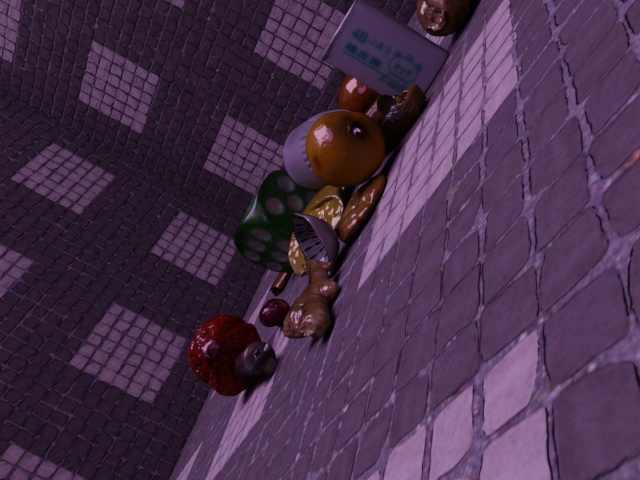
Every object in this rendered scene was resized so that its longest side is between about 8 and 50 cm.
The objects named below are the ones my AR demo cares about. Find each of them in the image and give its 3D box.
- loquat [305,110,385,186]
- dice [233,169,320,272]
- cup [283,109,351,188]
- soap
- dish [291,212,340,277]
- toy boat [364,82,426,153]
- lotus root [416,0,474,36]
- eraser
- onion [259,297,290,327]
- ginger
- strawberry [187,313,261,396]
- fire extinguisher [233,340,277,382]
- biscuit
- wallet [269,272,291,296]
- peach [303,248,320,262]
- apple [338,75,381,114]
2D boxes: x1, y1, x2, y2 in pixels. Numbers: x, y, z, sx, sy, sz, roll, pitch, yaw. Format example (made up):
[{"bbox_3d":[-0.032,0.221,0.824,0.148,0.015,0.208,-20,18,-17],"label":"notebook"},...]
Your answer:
[{"bbox_3d":[0.064,-0.238,1.589,0.208,0.208,0.208,-60,6,11],"label":"loquat"},{"bbox_3d":[-0.150,-0.068,2.383,0.297,0.287,0.300,-53,10,51],"label":"dice"},{"bbox_3d":[0.024,-0.319,2.133,0.254,0.253,0.371,-63,12,-9],"label":"cup"},{"bbox_3d":[-0.015,-0.051,2.016,0.306,0.115,0.427,-64,6,8],"label":"soap"},{"bbox_3d":[0.000,0.000,1.582,0.066,0.191,0.190,-29,-5,-19],"label":"dish"},{"bbox_3d":[0.175,-0.322,1.651,0.089,0.115,0.310,-61,5,-23],"label":"toy boat"},{"bbox_3d":[0.344,-0.663,1.655,0.160,0.146,0.284,-26,29,48],"label":"lotus root"},{"bbox_3d":[0.171,-0.497,1.646,0.189,0.289,0.104,-57,8,27],"label":"eraser"},{"bbox_3d":[-0.146,0.235,1.963,0.107,0.097,0.107,-36,-12,-9],"label":"onion"},{"bbox_3d":[-0.018,0.135,1.379,0.148,0.081,0.334,-53,11,28],"label":"ginger"},{"bbox_3d":[-0.304,0.353,1.951,0.239,0.250,0.288,-60,-16,-8],"label":"strawberry"},{"bbox_3d":[-0.184,0.345,1.725,0.105,0.104,0.269,-64,6,-23],"label":"fire extinguisher"},{"bbox_3d":[0.100,-0.088,1.583,0.203,0.041,0.260,-61,8,9],"label":"biscuit"},{"bbox_3d":[-0.160,0.151,2.620,0.161,0.041,0.195,-63,6,-15],"label":"wallet"},{"bbox_3d":[-0.006,0.042,1.690,0.083,0.083,0.083,-60,6,11],"label":"peach"},{"bbox_3d":[0.167,-0.524,2.144,0.234,0.173,0.210,-37,-11,-2],"label":"apple"}]
